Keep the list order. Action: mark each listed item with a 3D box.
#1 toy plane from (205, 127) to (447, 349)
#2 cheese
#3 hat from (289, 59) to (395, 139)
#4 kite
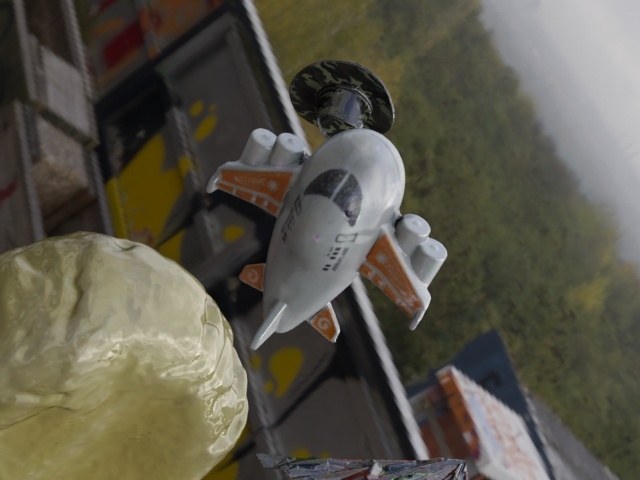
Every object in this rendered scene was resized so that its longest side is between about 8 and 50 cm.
[{"bbox_3d":[0.000,0.000,0.988,0.244,0.245,0.117,55,36,-6],"label":"toy plane"},{"bbox_3d":[-0.157,0.103,0.653,0.214,0.226,0.117,58,12,-46],"label":"cheese"},{"bbox_3d":[0.020,-0.135,1.096,0.121,0.121,0.050,44,44,-35],"label":"hat"},{"bbox_3d":[0.046,0.180,0.719,0.189,0.232,0.009,-10,105,-41],"label":"kite"}]
